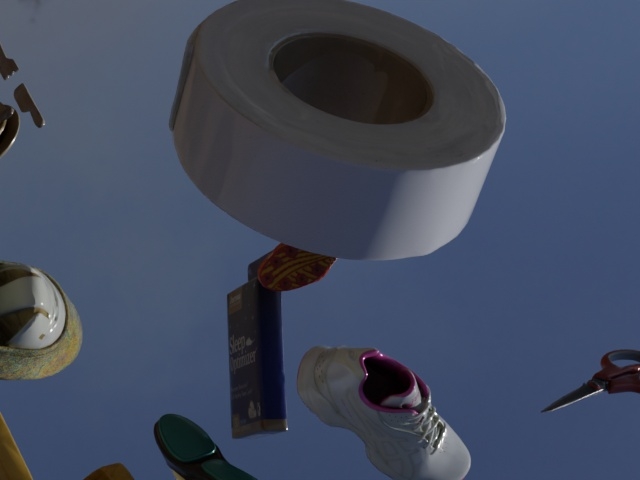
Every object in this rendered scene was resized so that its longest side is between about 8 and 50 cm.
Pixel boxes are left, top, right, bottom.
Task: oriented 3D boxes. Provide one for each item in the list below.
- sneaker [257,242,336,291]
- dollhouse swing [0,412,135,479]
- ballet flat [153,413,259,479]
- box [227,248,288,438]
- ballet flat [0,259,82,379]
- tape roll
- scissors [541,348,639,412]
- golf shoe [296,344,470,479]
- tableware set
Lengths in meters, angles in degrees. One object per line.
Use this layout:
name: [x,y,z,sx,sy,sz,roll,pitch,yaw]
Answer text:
sneaker: [0.000,0.000,1.725,0.175,0.064,0.067,-37,-166,-3]
dollhouse swing: [-0.424,0.288,1.680,0.347,0.305,0.315,-10,161,-38]
ballet flat: [-0.142,0.283,1.753,0.074,0.074,0.203,-37,-139,-21]
box: [-0.080,0.128,1.799,0.037,0.225,0.136,3,167,-20]
ballet flat: [-0.325,0.056,1.348,0.123,0.123,0.348,-17,158,35]
tape roll: [0.015,-0.107,1.290,0.286,0.286,0.100,-54,165,-52]
scissors: [0.375,0.194,1.991,0.297,0.021,0.109,-3,-144,-37]
golf shoe: [0.110,0.243,1.984,0.140,0.306,0.115,-21,-140,49]
tableware set: [-0.361,-0.139,1.470,0.128,0.039,0.194,-37,-136,0]
